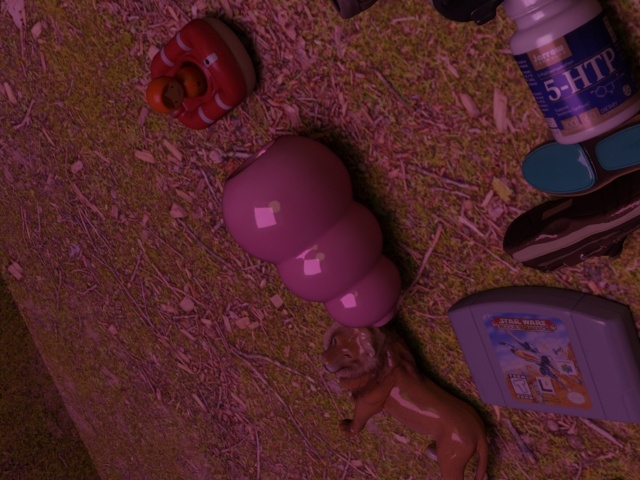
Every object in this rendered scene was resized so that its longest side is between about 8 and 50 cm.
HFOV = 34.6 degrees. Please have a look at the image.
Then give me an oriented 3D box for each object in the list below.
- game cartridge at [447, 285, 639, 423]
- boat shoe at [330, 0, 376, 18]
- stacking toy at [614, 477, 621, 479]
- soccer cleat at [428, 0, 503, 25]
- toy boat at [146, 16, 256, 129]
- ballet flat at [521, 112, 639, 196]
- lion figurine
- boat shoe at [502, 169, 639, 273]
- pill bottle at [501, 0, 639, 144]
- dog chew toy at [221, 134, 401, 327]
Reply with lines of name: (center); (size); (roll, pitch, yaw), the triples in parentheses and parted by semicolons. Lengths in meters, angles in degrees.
game cartridge: (0.325, 0.161, 1.495); (0.297, 0.062, 0.198); (-1, 123, 47)
boat shoe: (-0.026, -0.433, 1.313); (0.324, 0.097, 0.116); (53, 173, -3)
stacking toy: (0.518, 0.415, 1.500); (0.167, 0.052, 0.221); (52, 143, -1)
soccer cleat: (0.225, -0.377, 1.085); (0.116, 0.143, 0.331); (26, 128, -35)
toy boat: (-0.213, -0.252, 1.639); (0.151, 0.151, 0.231); (56, 143, -6)
ballet flat: (0.344, -0.104, 1.237); (0.232, 0.073, 0.080); (-11, 100, 57)
lion figurine: (0.163, 0.280, 1.723); (0.392, 0.142, 0.240); (30, 132, 5)
boat shoe: (0.354, -0.022, 1.299); (0.095, 0.095, 0.257); (37, 147, -21)
pill bottle: (0.282, -0.215, 1.177); (0.112, 0.112, 0.186); (-16, 108, 51)
dog chew toy: (0.000, 0.000, 1.595); (0.332, 0.206, 0.206); (51, 144, -11)
